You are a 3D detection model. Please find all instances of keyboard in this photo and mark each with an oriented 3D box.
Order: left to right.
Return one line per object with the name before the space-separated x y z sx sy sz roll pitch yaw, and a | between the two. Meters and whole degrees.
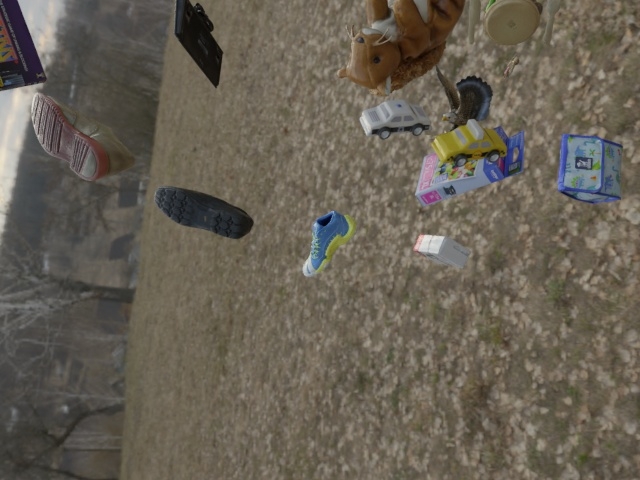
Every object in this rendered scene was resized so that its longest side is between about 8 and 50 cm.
keyboard | -0.215 -0.358 1.022 0.180 0.023 0.108 51 -137 -74

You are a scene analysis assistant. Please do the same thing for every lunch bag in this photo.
lunch bag | 0.585 -0.158 1.266 0.096 0.151 0.129 168 110 -66

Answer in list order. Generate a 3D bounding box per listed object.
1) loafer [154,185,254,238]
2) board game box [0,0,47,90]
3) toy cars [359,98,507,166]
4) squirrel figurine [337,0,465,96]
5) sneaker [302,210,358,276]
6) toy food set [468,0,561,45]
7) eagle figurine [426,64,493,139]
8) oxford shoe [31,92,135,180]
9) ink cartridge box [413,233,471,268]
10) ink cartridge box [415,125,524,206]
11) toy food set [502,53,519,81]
loafer | -0.251 -0.062 1.241 0.078 0.223 0.076 -43 -28 -70
board game box | -0.603 -0.360 1.050 0.048 0.141 0.170 8 118 59
toy cars | 0.297 -0.298 1.503 0.176 0.393 0.087 -55 -20 -39
squirrel figurine | 0.229 -0.574 1.734 0.370 0.281 0.397 -56 -23 -14
sneaker | 0.000 0.000 1.785 0.240 0.126 0.091 -49 31 10
toy food set | 0.436 -0.508 1.313 0.132 0.192 0.039 79 -159 -51
eagle figurine | 0.528 -0.507 2.196 0.225 0.226 0.298 -65 -20 -63
oxford shoe | -0.604 -0.260 1.448 0.348 0.130 0.123 41 122 24
ink cartridge box | 0.381 0.032 1.812 0.063 0.109 0.150 -64 20 -6
ink cartridge box | 0.432 -0.222 1.672 0.311 0.065 0.186 -17 39 36
toy food set | 0.630 -0.563 1.905 0.122 0.019 0.078 -62 1 -36
